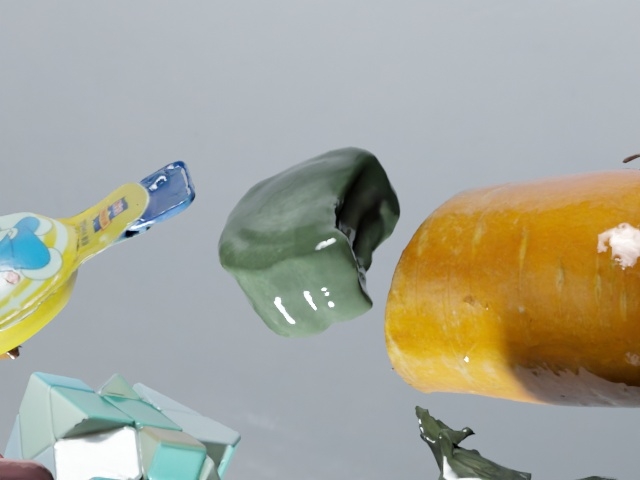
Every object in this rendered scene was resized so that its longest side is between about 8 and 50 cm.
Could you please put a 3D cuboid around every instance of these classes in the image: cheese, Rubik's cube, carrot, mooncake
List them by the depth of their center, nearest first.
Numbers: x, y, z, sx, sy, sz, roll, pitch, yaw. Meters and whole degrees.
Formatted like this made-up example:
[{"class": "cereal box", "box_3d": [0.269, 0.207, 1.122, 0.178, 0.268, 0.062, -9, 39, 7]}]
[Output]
[{"class": "cheese", "box_3d": [-0.214, 0.018, 1.118, 0.270, 0.177, 0.069, -27, 115, 0]}, {"class": "carrot", "box_3d": [0.233, 0.034, 1.206, 0.331, 0.214, 0.193, 0, 139, 43]}, {"class": "mooncake", "box_3d": [0.000, 0.000, 1.283, 0.168, 0.175, 0.104, 5, 136, 56]}, {"class": "Rubik's cube", "box_3d": [-0.207, 0.262, 1.537, 0.213, 0.265, 0.224, 15, 97, -39]}]

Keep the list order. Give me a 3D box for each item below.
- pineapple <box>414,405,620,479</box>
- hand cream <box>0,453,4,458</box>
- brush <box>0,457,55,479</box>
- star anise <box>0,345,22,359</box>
[{"class": "pineapple", "box_3d": [0.160, 0.282, 1.088, 0.223, 0.223, 0.357, -13, 110, 21]}, {"class": "hand cream", "box_3d": [-0.363, 0.157, 1.243, 0.125, 0.193, 0.193, -42, 119, -14]}, {"class": "brush", "box_3d": [-0.200, 0.103, 0.566, 0.233, 0.047, 0.103, 8, 120, -48]}, {"class": "star anise", "box_3d": [-0.444, 0.088, 1.715, 0.220, 0.190, 0.126, -40, 130, -2]}]
